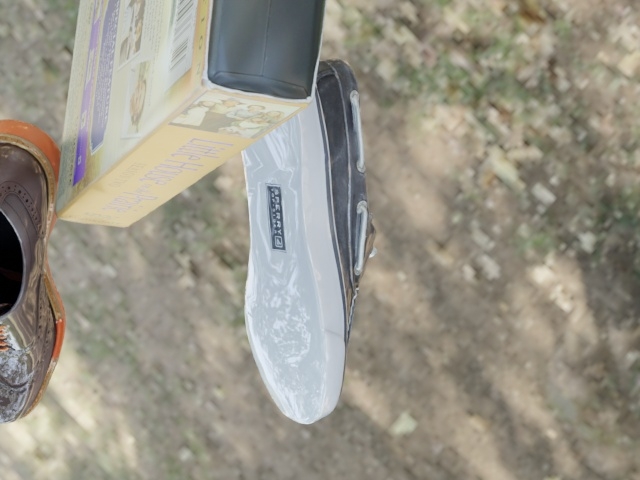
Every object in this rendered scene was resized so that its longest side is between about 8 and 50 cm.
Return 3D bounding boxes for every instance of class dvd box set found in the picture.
[{"bbox_3d":[-0.081,-0.188,0.968,0.062,0.308,0.420,8,169,-18],"label":"dvd box set"}]

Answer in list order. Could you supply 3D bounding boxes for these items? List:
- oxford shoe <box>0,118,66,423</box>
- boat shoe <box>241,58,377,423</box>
[{"bbox_3d":[-0.249,0.045,1.194,0.096,0.098,0.271,10,125,5],"label":"oxford shoe"},{"bbox_3d":[0.000,0.000,1.310,0.108,0.102,0.301,11,111,49],"label":"boat shoe"}]
